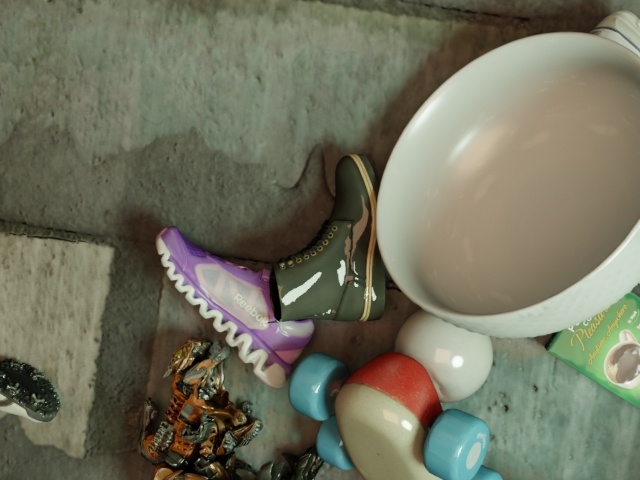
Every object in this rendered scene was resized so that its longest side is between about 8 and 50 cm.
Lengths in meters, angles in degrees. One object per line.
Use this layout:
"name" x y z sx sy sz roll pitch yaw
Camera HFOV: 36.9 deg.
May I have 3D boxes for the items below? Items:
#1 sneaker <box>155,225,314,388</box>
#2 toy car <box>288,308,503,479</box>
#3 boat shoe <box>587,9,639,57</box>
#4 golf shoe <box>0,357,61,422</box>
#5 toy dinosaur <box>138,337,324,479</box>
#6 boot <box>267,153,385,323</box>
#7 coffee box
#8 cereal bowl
"sneaker" -0.097 0.062 1.155 0.104 0.095 0.236 -44 91 1
"toy car" 0.130 0.165 1.095 0.219 0.210 0.238 18 56 35
"boat shoe" 0.397 -0.144 1.075 0.267 0.096 0.088 45 65 -1
"golf shoe" -0.422 0.194 1.219 0.198 0.077 0.094 26 106 13
"toy dinosaur" -0.125 0.287 1.159 0.218 0.164 0.322 6 112 22
"boot" 0.000 0.000 1.112 0.137 0.077 0.198 -4 86 -20
"coffee box" 0.367 0.129 1.109 0.184 0.040 0.113 31 96 6
"cereal bowl" 0.233 -0.045 1.024 0.339 0.141 0.339 -24 50 32
